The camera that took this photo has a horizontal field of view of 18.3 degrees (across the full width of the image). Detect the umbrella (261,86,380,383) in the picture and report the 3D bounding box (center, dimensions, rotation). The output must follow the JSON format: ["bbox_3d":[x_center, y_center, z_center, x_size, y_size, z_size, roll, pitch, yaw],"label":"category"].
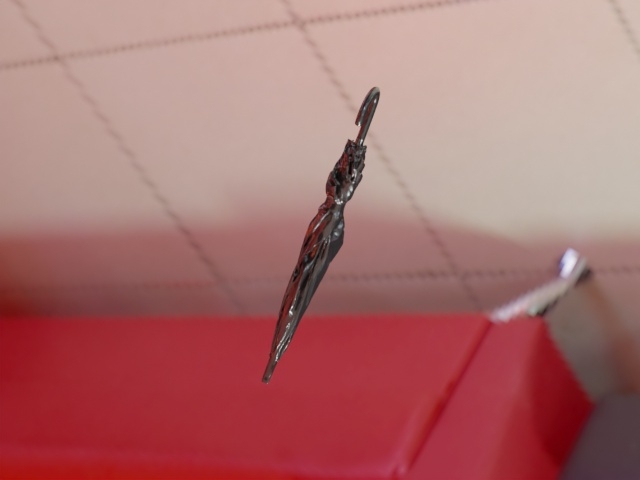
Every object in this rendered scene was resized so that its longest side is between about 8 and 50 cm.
[{"bbox_3d":[0.001,-0.001,0.697,0.013,0.022,0.122,26,118,11],"label":"umbrella"}]
